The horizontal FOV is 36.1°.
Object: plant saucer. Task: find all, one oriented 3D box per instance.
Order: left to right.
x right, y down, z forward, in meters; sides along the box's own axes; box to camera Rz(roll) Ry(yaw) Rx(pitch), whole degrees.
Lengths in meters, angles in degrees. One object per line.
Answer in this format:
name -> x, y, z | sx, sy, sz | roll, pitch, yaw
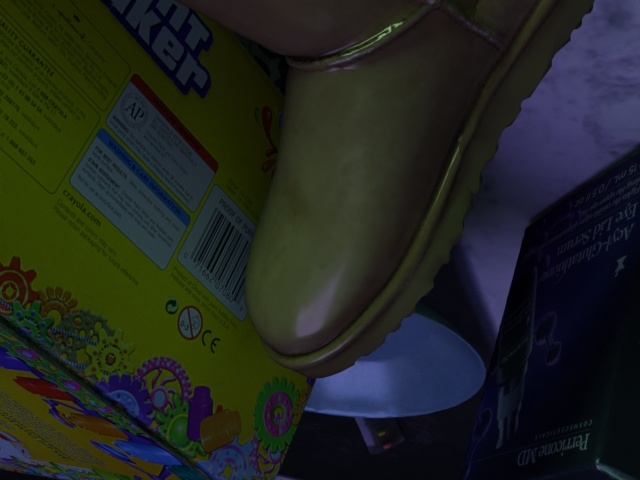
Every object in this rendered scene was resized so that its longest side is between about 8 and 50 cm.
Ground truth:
plant saucer -> 0.008, 0.062, 0.625 | 0.194, 0.037, 0.195 | 6, 150, 4

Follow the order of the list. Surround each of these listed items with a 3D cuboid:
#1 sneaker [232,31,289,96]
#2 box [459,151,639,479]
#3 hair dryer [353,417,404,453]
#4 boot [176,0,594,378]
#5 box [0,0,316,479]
sneaker -> -0.138, -0.124, 0.608 | 0.283, 0.110, 0.122 | 21, 170, 6
box -> 0.182, 0.071, 0.581 | 0.108, 0.207, 0.153 | 26, 152, -10
hair dryer -> -0.063, 0.054, 0.813 | 0.223, 0.080, 0.294 | 25, 152, 56
boot -> -0.049, -0.092, 0.343 | 0.269, 0.236, 0.089 | 25, -172, -33
box -> -0.178, -0.024, 0.477 | 0.279, 0.177, 0.290 | -3, 141, 38
